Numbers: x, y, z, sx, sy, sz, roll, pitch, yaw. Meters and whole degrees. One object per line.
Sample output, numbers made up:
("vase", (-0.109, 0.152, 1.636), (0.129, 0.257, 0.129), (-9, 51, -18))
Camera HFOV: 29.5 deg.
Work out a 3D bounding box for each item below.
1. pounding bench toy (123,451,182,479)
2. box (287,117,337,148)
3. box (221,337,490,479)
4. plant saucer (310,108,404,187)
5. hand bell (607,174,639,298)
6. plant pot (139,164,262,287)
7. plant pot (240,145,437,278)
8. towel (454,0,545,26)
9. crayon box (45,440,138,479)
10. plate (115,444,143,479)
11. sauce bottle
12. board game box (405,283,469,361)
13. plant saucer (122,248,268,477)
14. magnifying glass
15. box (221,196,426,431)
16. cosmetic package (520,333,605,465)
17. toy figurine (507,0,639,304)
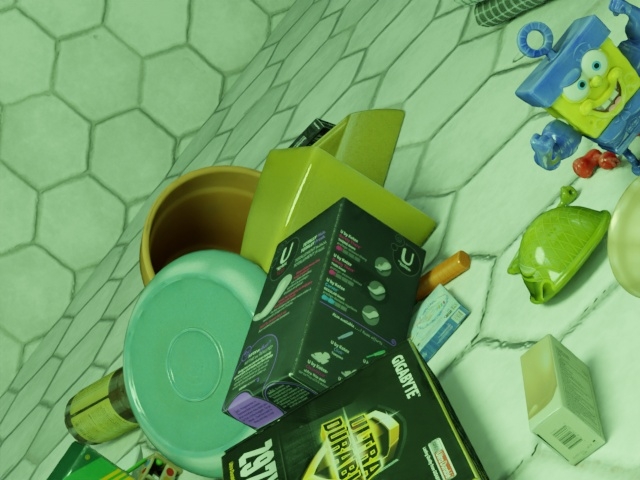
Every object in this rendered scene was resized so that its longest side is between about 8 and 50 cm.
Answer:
("pounding bench toy", (-0.263, 0.353, 1.838), (0.052, 0.083, 0.065), (-33, 25, 44))
("box", (-0.030, -0.161, 2.306), (0.162, 0.029, 0.116), (-44, -20, 16))
("box", (0.031, 0.251, 1.227), (0.257, 0.079, 0.322), (-33, 20, 5))
("plant saucer", (-0.016, -0.075, 2.117), (0.333, 0.081, 0.333), (-36, 22, 36))
("hand bell", (0.365, 0.018, 0.998), (0.126, 0.126, 0.242), (-53, 30, -8))
("plant pot", (-0.154, 0.054, 1.905), (0.291, 0.291, 0.203), (-61, 4, -30))
("plant pot", (0.000, 0.000, 1.736), (0.187, 0.212, 0.212), (-61, 19, -8))
("towel", (0.367, -0.495, 1.976), (0.283, 0.121, 0.235), (-59, 18, -21))
("crayon box", (-0.331, 0.455, 1.608), (0.318, 0.202, 0.081), (-57, 18, -17))
("plate", (-0.380, 0.491, 1.911), (0.277, 0.045, 0.278), (-41, 19, 24))
("sauce bottle", (-0.331, 0.274, 2.131), (0.344, 0.111, 0.111), (-28, 28, 48))
("board game box", (0.134, 0.103, 1.478), (0.090, 0.020, 0.090), (-49, 18, 5))
("plant saucer", (-0.164, 0.170, 1.673), (0.317, 0.317, 0.044), (-42, -24, 26))
("magnifying glass", (0.107, 0.081, 1.591), (0.231, 0.026, 0.092), (-39, 21, 36))
("box", (0.008, 0.111, 1.510), (0.165, 0.143, 0.270), (-34, 31, 47))
("cosmetic package", (0.221, 0.145, 1.115), (0.041, 0.060, 0.115), (-43, 17, 24))
("toy figurine", (0.268, -0.138, 1.315), (0.362, 0.217, 0.191), (-49, 17, 2))
